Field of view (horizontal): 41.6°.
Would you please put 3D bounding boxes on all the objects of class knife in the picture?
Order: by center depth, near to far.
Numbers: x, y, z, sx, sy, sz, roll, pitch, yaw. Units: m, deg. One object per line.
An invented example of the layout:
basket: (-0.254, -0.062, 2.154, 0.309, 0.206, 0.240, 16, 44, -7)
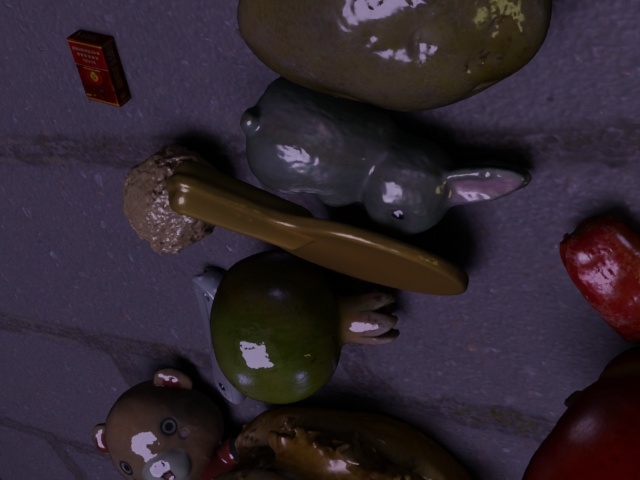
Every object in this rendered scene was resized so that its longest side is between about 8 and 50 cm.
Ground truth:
knife: (-0.141, 0.137, 1.200, 0.073, 0.041, 0.265, 30, 143, 29)

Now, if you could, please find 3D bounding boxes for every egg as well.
egg: (-0.168, -0.048, 0.965, 0.116, 0.118, 0.140, 33, 155, -21)

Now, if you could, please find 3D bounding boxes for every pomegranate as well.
pomegranate: (-0.028, 0.102, 0.957, 0.211, 0.179, 0.179, 10, 134, 31)

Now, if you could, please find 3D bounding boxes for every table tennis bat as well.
table tennis bat: (0.000, 0.000, 0.822, 0.321, 0.050, 0.198, 22, 170, -24)

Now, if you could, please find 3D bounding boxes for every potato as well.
potato: (0.048, -0.173, 0.615, 0.235, 0.160, 0.177, 4, 142, 19)

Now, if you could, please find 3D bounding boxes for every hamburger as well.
hamburger: (0.055, 0.382, 1.117, 0.446, 0.268, 0.287, 32, 138, 10)

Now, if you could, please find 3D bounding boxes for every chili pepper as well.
chili pepper: (0.262, 0.032, 0.740, 0.123, 0.070, 0.073, 46, 159, -13)

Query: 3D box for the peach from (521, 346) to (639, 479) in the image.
peach: (0.360, 0.205, 0.693, 0.362, 0.201, 0.258, 23, -177, 31)

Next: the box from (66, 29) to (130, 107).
box: (-0.251, -0.195, 0.959, 0.052, 0.023, 0.082, 18, 138, 26)

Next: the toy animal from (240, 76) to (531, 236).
toy animal: (0.056, -0.064, 0.764, 0.251, 0.127, 0.125, 22, 137, 14)

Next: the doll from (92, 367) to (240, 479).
doll: (-0.202, 0.359, 1.382, 0.235, 0.174, 0.330, -41, 102, 22)
